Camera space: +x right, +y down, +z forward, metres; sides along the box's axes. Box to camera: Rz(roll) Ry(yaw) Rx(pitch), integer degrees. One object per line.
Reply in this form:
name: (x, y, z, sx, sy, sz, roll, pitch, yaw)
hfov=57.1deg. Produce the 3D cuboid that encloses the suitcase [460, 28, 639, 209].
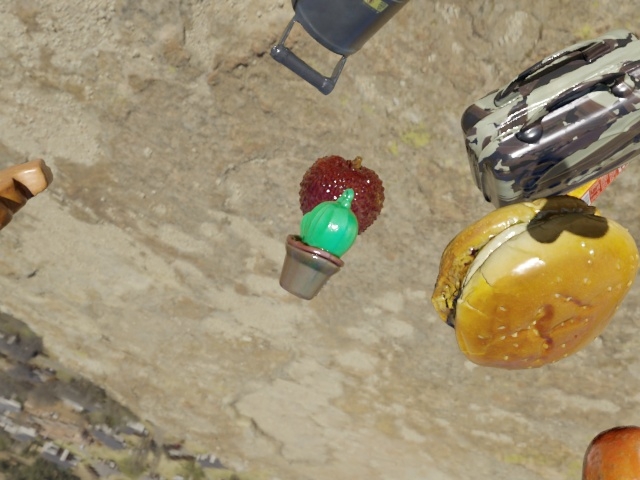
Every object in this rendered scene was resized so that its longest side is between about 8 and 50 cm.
suitcase: (0.429, -0.220, 1.053, 0.352, 0.193, 0.339, -27, 154, 10)

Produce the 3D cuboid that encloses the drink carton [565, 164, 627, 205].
drink carton: (0.678, -0.178, 1.468, 0.096, 0.223, 0.071, 39, 172, 43)

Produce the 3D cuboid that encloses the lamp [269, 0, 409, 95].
lamp: (0.077, -0.542, 1.266, 0.205, 0.373, 0.272, 29, 159, -24)

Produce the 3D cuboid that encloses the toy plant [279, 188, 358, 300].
toy plant: (0.000, 0.000, 0.998, 0.105, 0.200, 0.143, 28, -179, -21)

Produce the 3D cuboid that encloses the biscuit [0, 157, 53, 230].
biscuit: (-0.462, -0.006, 0.699, 0.043, 0.306, 0.284, 59, 171, -25)

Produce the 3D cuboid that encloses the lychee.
lychee: (0.065, -0.138, 1.873, 0.276, 0.275, 0.304, 22, 120, -6)

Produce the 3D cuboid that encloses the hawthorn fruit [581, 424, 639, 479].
hawthorn fruit: (0.356, 0.267, 0.649, 0.128, 0.128, 0.128, 10, 140, 9)

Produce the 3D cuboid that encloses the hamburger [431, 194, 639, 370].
hamburger: (0.344, 0.075, 0.930, 0.315, 0.170, 0.289, -13, 133, -8)
